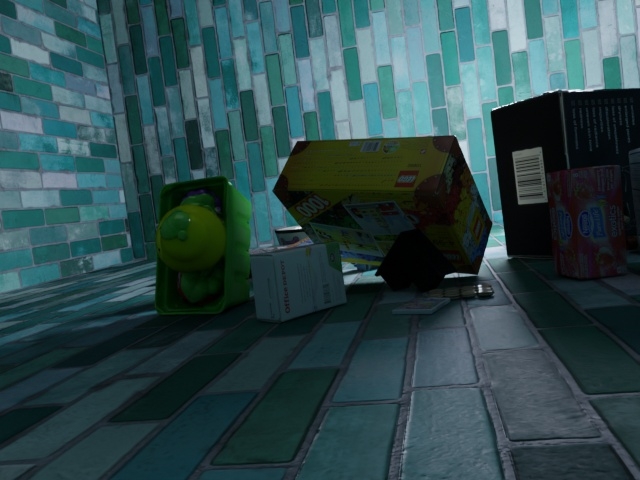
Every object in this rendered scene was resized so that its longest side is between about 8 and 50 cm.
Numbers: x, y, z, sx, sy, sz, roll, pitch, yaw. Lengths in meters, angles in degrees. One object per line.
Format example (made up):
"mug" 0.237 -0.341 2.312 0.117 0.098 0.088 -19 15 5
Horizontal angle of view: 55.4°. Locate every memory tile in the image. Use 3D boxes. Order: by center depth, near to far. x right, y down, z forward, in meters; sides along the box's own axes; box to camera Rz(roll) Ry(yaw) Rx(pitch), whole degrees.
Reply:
"memory tile" 0.320 0.120 1.398 0.148 0.012 0.113 -7 4 11

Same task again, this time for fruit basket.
"fruit basket" -0.338 0.011 1.593 0.283 0.391 0.392 -5 4 29

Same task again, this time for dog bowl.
"dog bowl" 0.000 0.000 2.788 0.408 0.150 0.408 -6 4 0

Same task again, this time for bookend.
"bookend" 0.239 0.080 1.545 0.072 0.156 0.157 -11 49 -41

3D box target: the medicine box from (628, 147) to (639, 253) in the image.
"medicine box" 0.778 -0.071 1.321 0.149 0.289 0.263 -8 3 21

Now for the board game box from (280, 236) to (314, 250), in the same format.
"board game box" 0.001 0.030 2.138 0.308 0.086 0.302 -26 7 -9

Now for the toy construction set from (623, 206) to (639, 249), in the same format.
"toy construction set" 0.970 -0.048 1.634 0.309 0.257 0.237 16 12 -26

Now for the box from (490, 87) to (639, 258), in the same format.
"box" 0.825 -0.211 1.903 0.472 0.479 0.297 -9 3 -27

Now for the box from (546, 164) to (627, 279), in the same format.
"box" 0.627 -0.044 1.441 0.123 0.256 0.128 -6 4 -5

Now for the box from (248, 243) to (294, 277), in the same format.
"box" -0.247 0.082 2.412 0.395 0.097 0.318 -8 6 -10

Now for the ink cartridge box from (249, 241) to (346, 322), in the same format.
"ink cartridge box" -0.050 0.092 1.421 0.093 0.154 0.212 -3 6 45

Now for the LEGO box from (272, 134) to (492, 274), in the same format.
"LEGO box" 0.179 -0.097 1.718 0.500 0.193 0.372 4 -32 35

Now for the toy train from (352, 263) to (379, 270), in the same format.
"toy train" 0.192 0.057 2.125 0.184 0.080 0.105 -11 12 -32

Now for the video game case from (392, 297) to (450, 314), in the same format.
"video game case" 0.217 0.140 1.303 0.087 0.011 0.122 -5 4 31
